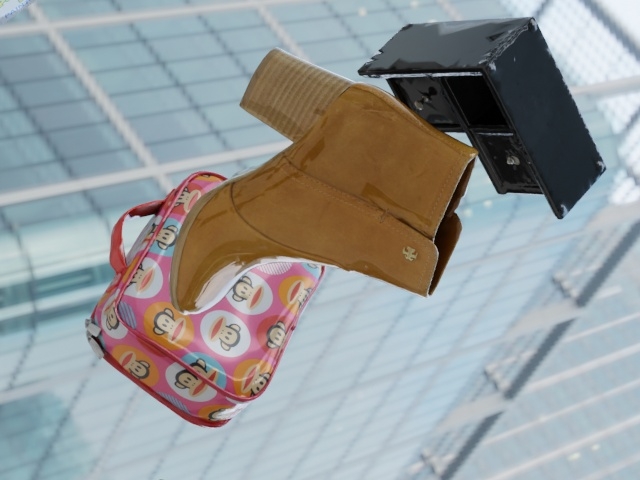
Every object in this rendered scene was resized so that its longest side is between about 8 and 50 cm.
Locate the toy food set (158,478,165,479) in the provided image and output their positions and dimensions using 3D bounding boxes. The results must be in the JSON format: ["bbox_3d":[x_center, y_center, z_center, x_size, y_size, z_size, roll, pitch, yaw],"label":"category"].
[{"bbox_3d":[-0.110,0.303,1.706,0.218,0.071,0.128,30,-40,-13],"label":"toy food set"}]

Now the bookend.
[{"bbox_3d":[0.136,-0.104,1.432,0.157,0.072,0.156,7,-45,50],"label":"bookend"}]

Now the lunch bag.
[{"bbox_3d":[-0.151,0.059,2.083,0.258,0.293,0.120,36,-41,-8],"label":"lunch bag"}]

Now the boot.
[{"bbox_3d":[0.001,-0.001,1.430,0.211,0.104,0.295,33,-55,12],"label":"boot"}]

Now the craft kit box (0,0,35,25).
[{"bbox_3d":[-0.324,-0.308,1.499,0.246,0.250,0.061,49,-12,20],"label":"craft kit box"}]
